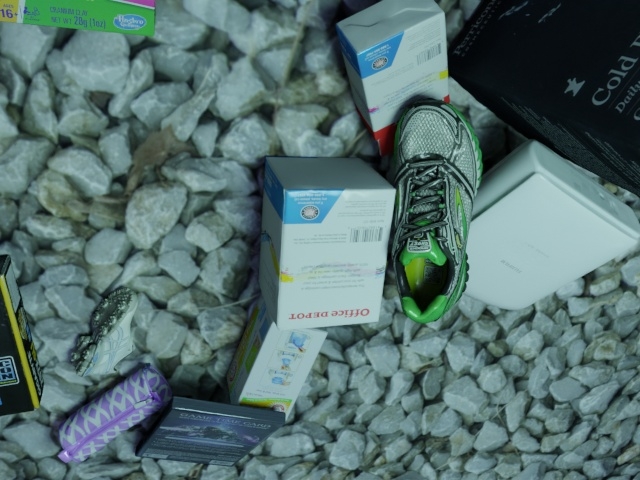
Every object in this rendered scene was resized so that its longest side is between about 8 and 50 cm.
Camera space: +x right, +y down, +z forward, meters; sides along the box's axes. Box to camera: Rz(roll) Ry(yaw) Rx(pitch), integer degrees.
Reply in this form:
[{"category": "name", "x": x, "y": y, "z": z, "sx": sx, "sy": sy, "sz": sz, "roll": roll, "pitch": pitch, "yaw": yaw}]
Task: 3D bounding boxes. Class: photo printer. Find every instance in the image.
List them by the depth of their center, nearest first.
[{"category": "photo printer", "x": 0.333, "y": -0.003, "z": 1.029, "sx": 0.256, "sy": 0.107, "sz": 0.307, "roll": 29, "pitch": 135, "yaw": -20}]

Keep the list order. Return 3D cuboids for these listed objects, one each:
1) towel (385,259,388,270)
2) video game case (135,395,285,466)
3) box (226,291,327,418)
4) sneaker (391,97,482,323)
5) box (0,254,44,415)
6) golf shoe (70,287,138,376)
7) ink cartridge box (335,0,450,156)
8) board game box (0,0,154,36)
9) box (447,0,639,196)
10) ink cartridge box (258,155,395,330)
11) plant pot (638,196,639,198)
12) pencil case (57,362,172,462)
[{"category": "towel", "x": 0.091, "y": 0.071, "z": 1.111, "sx": 0.060, "sy": 0.009, "sz": 0.083, "roll": 6, "pitch": 113, "yaw": -17}, {"category": "video game case", "x": -0.205, "y": 0.351, "z": 1.076, "sx": 0.196, "sy": 0.026, "sz": 0.274, "roll": 15, "pitch": 140, "yaw": -21}, {"category": "box", "x": -0.083, "y": 0.206, "z": 1.067, "sx": 0.103, "sy": 0.114, "sz": 0.203, "roll": 16, "pitch": 110, "yaw": -22}, {"category": "sneaker", "x": 0.172, "y": -0.038, "z": 0.894, "sx": 0.134, "sy": 0.146, "sz": 0.343, "roll": -1, "pitch": 104, "yaw": 19}, {"category": "box", "x": -0.624, "y": 0.169, "z": 0.921, "sx": 0.322, "sy": 0.079, "sz": 0.257, "roll": -7, "pitch": 118, "yaw": -13}, {"category": "golf shoe", "x": -0.344, "y": 0.156, "z": 1.011, "sx": 0.086, "sy": 0.069, "sz": 0.176, "roll": 23, "pitch": 111, "yaw": -45}, {"category": "ink cartridge box", "x": 0.116, "y": -0.244, "z": 0.900, "sx": 0.134, "sy": 0.078, "sz": 0.231, "roll": -27, "pitch": 148, "yaw": -2}, {"category": "board game box", "x": -0.309, "y": -0.399, "z": 0.675, "sx": 0.242, "sy": 0.064, "sz": 0.316, "roll": 0, "pitch": 140, "yaw": -15}, {"category": "box", "x": 0.489, "y": -0.311, "z": 0.778, "sx": 0.297, "sy": 0.471, "sz": 0.479, "roll": 29, "pitch": 104, "yaw": -25}, {"category": "ink cartridge box", "x": 0.000, "y": 0.000, "z": 0.961, "sx": 0.171, "sy": 0.168, "sz": 0.232, "roll": -1, "pitch": 114, "yaw": -16}, {"category": "plant pot", "x": 0.714, "y": -0.158, "z": 1.121, "sx": 0.238, "sy": 0.109, "sz": 0.237, "roll": -6, "pitch": 115, "yaw": -13}, {"category": "pencil case", "x": -0.359, "y": 0.305, "z": 1.053, "sx": 0.206, "sy": 0.088, "sz": 0.086, "roll": -35, "pitch": 117, "yaw": 3}]
